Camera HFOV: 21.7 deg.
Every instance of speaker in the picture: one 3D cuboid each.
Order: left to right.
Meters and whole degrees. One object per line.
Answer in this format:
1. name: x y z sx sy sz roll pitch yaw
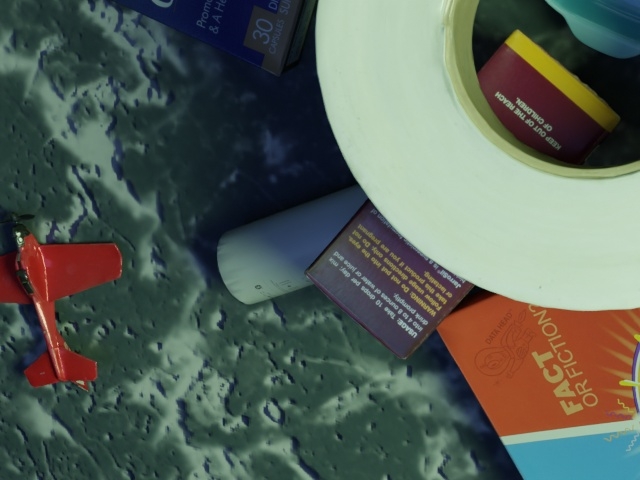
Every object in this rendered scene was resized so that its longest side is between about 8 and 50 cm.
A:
1. speaker: 0.000 0.000 1.110 0.136 0.055 0.055 -20 101 30

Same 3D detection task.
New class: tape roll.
1. tape roll: 0.142 -0.107 0.873 0.286 0.100 0.286 1 94 11

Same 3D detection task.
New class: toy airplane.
1. toy airplane: -0.206 0.050 1.243 0.151 0.028 0.151 10 115 23

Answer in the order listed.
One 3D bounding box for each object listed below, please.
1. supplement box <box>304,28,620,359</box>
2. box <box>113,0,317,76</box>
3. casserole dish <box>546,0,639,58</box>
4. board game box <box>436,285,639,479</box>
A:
1. supplement box: 0.086 -0.027 0.993 0.081 0.104 0.188 42 98 5
2. box: -0.100 -0.212 1.081 0.225 0.036 0.136 26 119 15
3. casserole dish: 0.196 -0.195 0.948 0.114 0.037 0.188 27 119 14
4. board game box: 0.262 0.084 1.016 0.316 0.064 0.242 -27 98 31
